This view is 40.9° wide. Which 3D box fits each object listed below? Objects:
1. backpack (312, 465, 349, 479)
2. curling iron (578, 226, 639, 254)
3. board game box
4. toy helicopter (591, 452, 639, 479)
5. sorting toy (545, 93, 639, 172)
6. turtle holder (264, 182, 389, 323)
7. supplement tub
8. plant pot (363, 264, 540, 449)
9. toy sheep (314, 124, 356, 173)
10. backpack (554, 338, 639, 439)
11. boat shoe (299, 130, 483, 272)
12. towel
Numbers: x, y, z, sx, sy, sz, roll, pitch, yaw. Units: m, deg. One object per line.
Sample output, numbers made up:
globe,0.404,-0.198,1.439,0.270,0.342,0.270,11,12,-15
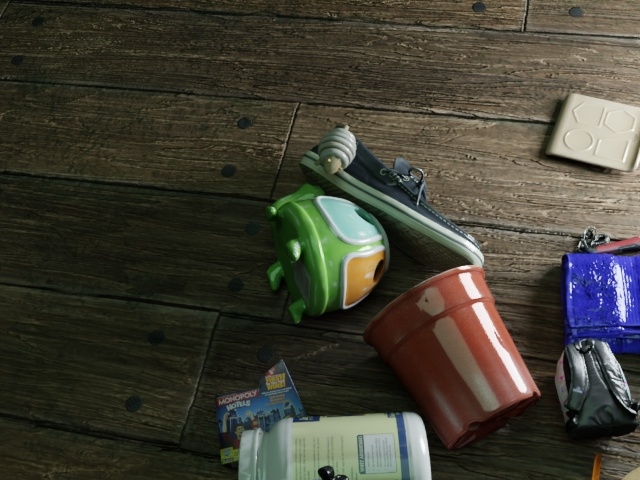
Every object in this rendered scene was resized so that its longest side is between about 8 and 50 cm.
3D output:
backpack,-0.025,0.537,1.303,0.213,0.263,0.276,-28,9,34
curling iron,0.689,-0.011,1.841,0.273,0.035,0.068,-8,57,4
board game box,-0.107,0.345,1.717,0.194,0.060,0.194,-11,56,1
toy helicopter,0.518,0.506,1.468,0.355,0.140,0.235,-36,36,-27
sorting toy,0.650,-0.249,2.004,0.208,0.038,0.193,14,61,22
turtle holder,0.005,0.019,1.835,0.227,0.244,0.320,-13,15,-18
supplement tub,0.027,0.430,1.526,0.324,0.235,0.236,-3,57,1
plant pot,0.261,0.233,1.630,0.272,0.272,0.265,-25,66,-8
toy sheep,0.035,-0.198,1.854,0.091,0.091,0.132,8,60,13
backpack,0.511,0.282,1.633,0.151,0.115,0.182,-2,56,-6
boat shoe,0.168,-0.095,1.889,0.156,0.187,0.500,-45,57,-13
towel,0.646,0.121,1.738,0.308,0.076,0.228,1,59,9
